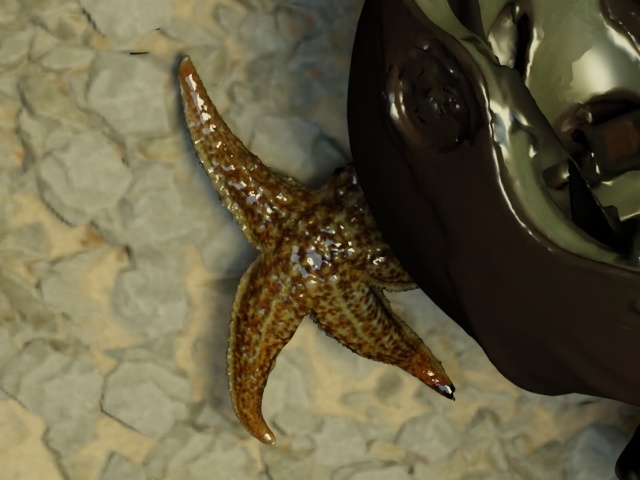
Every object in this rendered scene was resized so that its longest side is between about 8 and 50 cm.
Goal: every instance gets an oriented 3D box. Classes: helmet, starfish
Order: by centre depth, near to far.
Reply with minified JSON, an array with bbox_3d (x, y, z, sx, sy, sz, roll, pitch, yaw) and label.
[{"bbox_3d":[0.115,-0.053,0.878,0.305,0.225,0.177,56,144,11],"label":"helmet"},{"bbox_3d":[0.001,0.003,0.982,0.238,0.057,0.213,40,101,-17],"label":"starfish"}]

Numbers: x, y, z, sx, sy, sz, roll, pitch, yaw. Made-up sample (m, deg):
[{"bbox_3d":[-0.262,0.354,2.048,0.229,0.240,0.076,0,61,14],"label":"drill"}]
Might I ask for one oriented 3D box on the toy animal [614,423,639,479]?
[{"bbox_3d":[0.324,0.106,0.883,0.344,0.302,0.194,-19,68,5],"label":"toy animal"}]
